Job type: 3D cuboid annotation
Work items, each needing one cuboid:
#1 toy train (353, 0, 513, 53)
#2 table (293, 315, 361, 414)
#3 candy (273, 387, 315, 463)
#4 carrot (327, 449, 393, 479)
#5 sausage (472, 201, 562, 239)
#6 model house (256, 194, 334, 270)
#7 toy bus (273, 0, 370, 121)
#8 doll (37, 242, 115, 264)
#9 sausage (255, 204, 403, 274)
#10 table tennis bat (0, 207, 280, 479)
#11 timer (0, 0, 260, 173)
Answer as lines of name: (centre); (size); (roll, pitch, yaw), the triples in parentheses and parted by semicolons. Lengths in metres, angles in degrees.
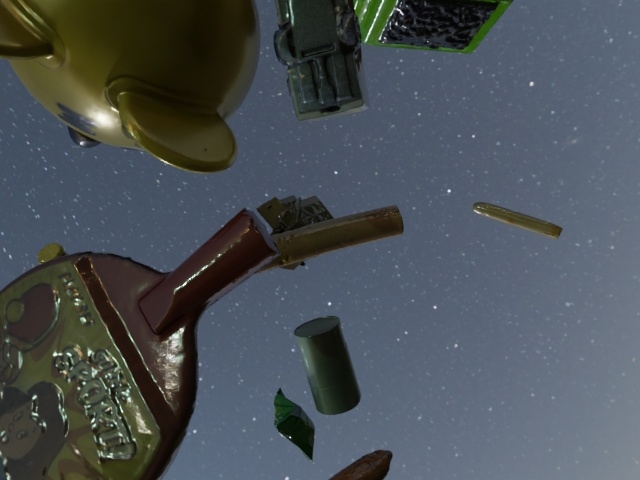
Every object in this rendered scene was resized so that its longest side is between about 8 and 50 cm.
toy train: (0.171, -0.472, 0.812); (0.308, 0.173, 0.248); (-1, -106, -14)
table: (0.019, 0.324, 1.190); (0.127, 0.126, 0.219); (-22, -78, -32)
candy: (-0.070, 0.494, 1.234); (0.141, 0.203, 0.078); (36, -85, -13)
carrot: (-0.005, 0.217, 0.341); (0.191, 0.047, 0.047); (-17, -59, -46)
sausage: (0.301, -0.033, 0.703); (0.024, 0.133, 0.024); (-47, -31, -39)
model house: (-0.108, -0.015, 1.137); (0.248, 0.176, 0.181); (-28, -16, -52)
toy bus: (-0.005, -0.268, 0.493); (0.106, 0.092, 0.267); (-34, -65, -73)
doll: (-0.311, 0.107, 0.699); (0.119, 0.138, 0.293); (-44, -33, -16)
sausage: (0.000, 0.000, 0.805); (0.302, 0.065, 0.065); (-13, -59, -8)
table tennis bat: (-0.213, 0.118, 0.446); (0.415, 0.268, 0.051); (-38, -19, 5)
timer: (-0.260, -0.265, 0.605); (0.377, 0.386, 0.375); (3, -46, 3)
